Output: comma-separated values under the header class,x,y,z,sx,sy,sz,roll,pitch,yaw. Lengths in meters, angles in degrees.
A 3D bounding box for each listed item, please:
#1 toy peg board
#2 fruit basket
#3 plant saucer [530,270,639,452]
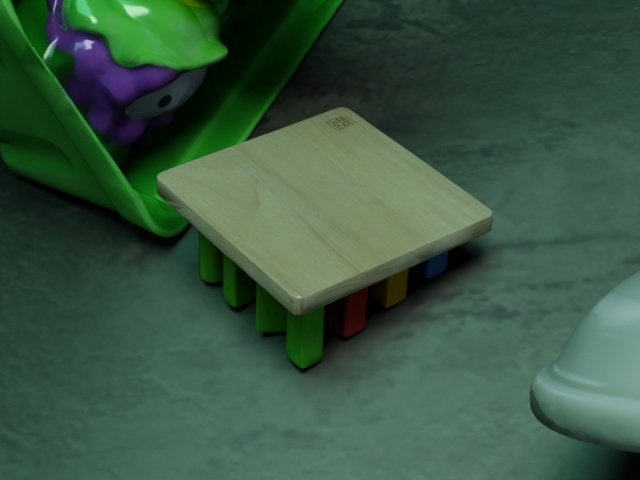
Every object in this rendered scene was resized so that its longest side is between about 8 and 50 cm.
class,x,y,z,sx,sy,sz,roll,pitch,yaw
toy peg board,0.000,0.000,1.016,0.160,0.079,0.161,-23,44,-30
fruit basket,-0.069,-0.216,1.078,0.392,0.283,0.392,-19,36,14
plant saucer,0.296,0.021,0.721,0.400,0.100,0.400,-6,1,0
